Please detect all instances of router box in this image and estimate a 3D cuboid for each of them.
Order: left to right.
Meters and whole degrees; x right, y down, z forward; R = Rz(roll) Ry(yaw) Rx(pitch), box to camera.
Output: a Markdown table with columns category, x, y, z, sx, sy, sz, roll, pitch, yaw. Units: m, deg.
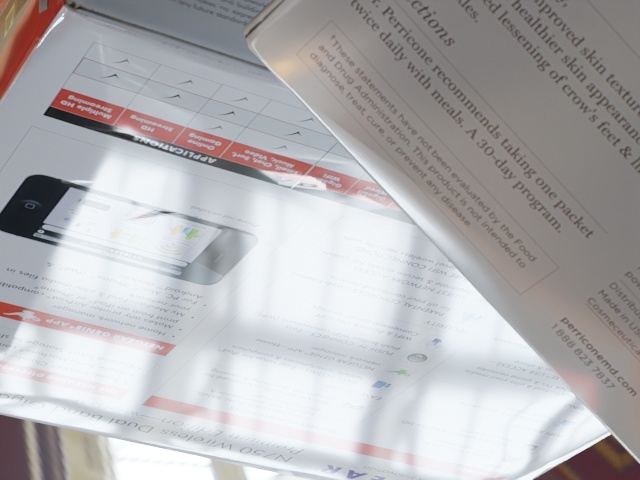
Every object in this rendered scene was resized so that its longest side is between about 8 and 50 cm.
| category | x | y | z | sx | sy | sz | roll | pitch | yaw |
| --- | --- | --- | --- | --- | --- | --- | --- | --- | --- |
| router box | 0.000 | 0.000 | 0.729 | 0.335 | 0.301 | 0.082 | 16 | -123 | -24 |

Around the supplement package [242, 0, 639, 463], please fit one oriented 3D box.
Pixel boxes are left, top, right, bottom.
| category | x | y | z | sx | sy | sz | roll | pitch | yaw |
| --- | --- | --- | --- | --- | --- | --- | --- | --- | --- |
| supplement package | 0.163 | -0.090 | 0.438 | 0.263 | 0.199 | 0.198 | -40 | -174 | 38 |
